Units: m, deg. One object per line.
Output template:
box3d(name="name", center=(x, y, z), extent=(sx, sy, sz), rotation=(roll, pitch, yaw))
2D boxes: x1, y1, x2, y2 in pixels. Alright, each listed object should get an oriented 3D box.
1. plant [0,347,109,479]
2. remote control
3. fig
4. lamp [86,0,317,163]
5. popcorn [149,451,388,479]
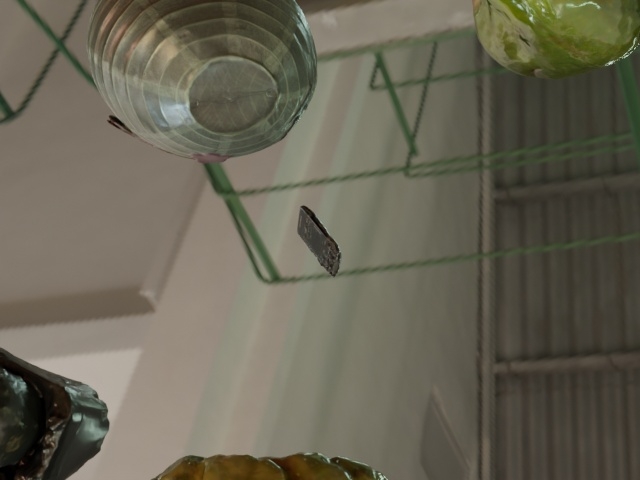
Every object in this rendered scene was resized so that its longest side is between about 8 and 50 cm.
box3d(name="plant", center=(-0.339, 0.204, 1.317), extent=(0.164, 0.256, 0.142), rotation=(26, -92, 26))
box3d(name="remote control", center=(0.000, 0.000, 1.270), extent=(0.014, 0.039, 0.096), rotation=(-6, -146, -24))
box3d(name="fig", center=(0.237, -0.280, 1.271), extent=(0.206, 0.275, 0.206), rotation=(-6, -100, 35))
box3d(name="lamp", center=(-0.125, -0.203, 1.307), extent=(0.265, 0.233, 0.233), rotation=(4, -147, -23))
box3d(name="popcorn", center=(-0.064, 0.351, 1.333), extent=(0.293, 0.334, 0.292), rotation=(-41, -133, -19))
